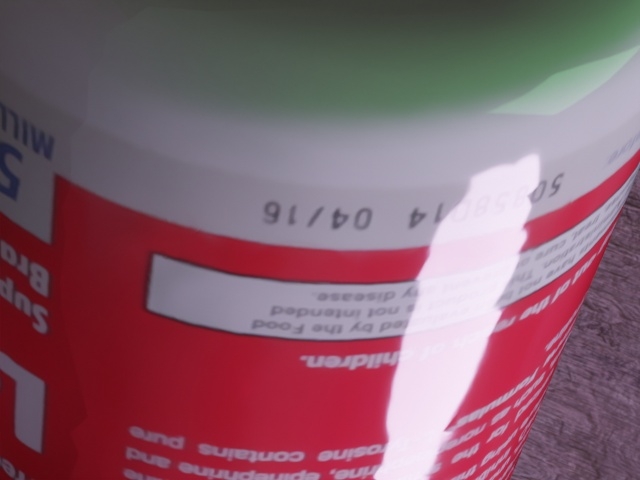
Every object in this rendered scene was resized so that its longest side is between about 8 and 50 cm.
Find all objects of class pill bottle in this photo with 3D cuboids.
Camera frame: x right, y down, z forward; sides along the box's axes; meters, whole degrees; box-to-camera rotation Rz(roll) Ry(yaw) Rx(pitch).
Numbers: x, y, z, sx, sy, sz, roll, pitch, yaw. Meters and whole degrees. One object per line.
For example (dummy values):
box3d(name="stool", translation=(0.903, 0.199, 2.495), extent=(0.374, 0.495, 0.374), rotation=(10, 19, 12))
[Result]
box3d(name="pill bottle", translation=(-0.030, 0.020, 0.568), extent=(0.408, 0.229, 0.229), rotation=(102, 11, -46))
